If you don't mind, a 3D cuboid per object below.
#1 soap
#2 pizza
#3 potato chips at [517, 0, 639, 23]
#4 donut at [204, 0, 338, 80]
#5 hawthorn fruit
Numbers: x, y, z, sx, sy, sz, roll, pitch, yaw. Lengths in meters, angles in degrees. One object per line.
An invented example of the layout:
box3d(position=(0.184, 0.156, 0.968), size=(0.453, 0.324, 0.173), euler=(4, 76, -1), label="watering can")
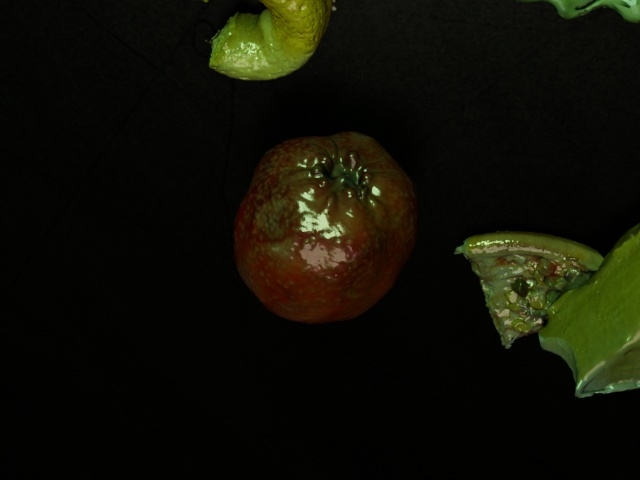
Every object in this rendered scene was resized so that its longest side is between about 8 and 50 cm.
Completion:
box3d(position=(0.407, 0.013, 1.079), size=(0.304, 0.169, 0.338), euler=(-10, 135, -4), label="soap")
box3d(position=(0.249, 0.069, 1.250), size=(0.185, 0.052, 0.195), euler=(8, 134, 2), label="pizza")
box3d(position=(0.296, -0.360, 0.811), size=(0.358, 0.070, 0.429), euler=(35, 130, -29), label="potato chips")
box3d(position=(-0.061, -0.230, 0.975), size=(0.146, 0.078, 0.181), euler=(-1, 136, 12), label="donut")
box3d(position=(0.000, 0.000, 1.119), size=(0.205, 0.205, 0.253), euler=(13, 145, -6), label="hawthorn fruit")
